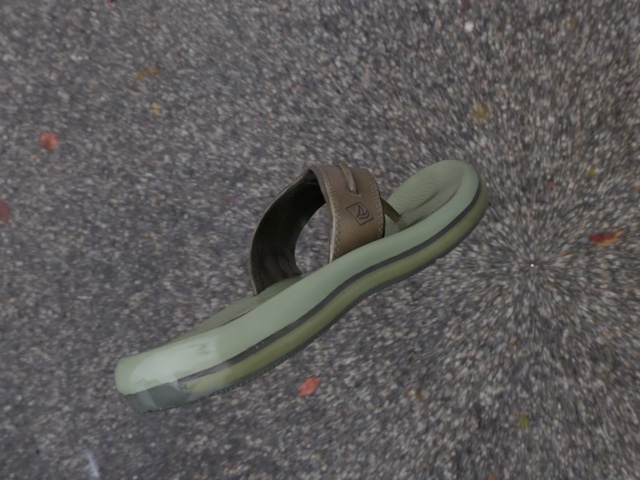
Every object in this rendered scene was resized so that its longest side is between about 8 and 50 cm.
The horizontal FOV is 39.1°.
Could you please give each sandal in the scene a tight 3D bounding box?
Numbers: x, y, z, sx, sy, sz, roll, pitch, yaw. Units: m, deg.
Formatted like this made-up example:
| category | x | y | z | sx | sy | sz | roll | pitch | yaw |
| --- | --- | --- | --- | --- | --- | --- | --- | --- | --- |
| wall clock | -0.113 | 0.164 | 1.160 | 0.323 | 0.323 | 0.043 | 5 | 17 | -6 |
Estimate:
| category | x | y | z | sx | sy | sz | roll | pitch | yaw |
| --- | --- | --- | --- | --- | --- | --- | --- | --- | --- |
| sandal | 0.000 | 0.000 | 0.530 | 0.120 | 0.303 | 0.086 | -30 | 90 | 43 |
